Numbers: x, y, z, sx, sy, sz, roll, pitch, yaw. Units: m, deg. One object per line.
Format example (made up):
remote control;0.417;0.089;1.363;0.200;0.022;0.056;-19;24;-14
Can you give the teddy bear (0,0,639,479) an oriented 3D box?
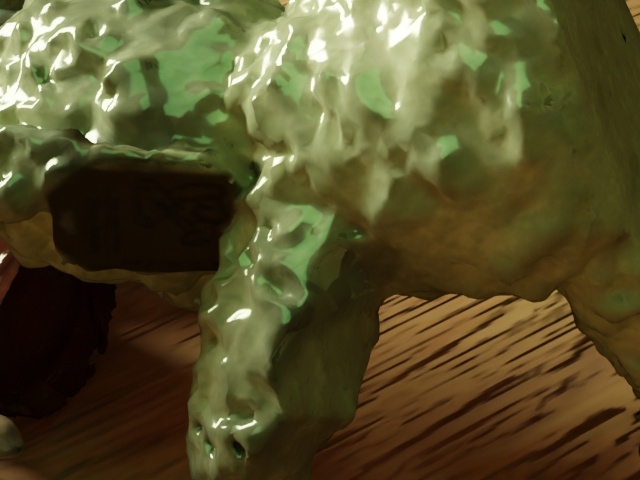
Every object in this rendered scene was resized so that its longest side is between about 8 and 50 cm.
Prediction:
teddy bear;0.000;0.000;0.598;0.362;0.375;0.327;-19;34;30

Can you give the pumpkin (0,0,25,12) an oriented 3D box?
pumpkin;-0.253;-0.085;0.749;0.217;0.217;0.110;5;67;14

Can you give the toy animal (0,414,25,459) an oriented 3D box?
toy animal;-0.208;0.122;0.578;0.089;0.083;0.150;-12;48;38

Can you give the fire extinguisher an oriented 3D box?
fire extinguisher;-0.272;0.001;0.723;0.337;0.107;0.147;17;15;25
